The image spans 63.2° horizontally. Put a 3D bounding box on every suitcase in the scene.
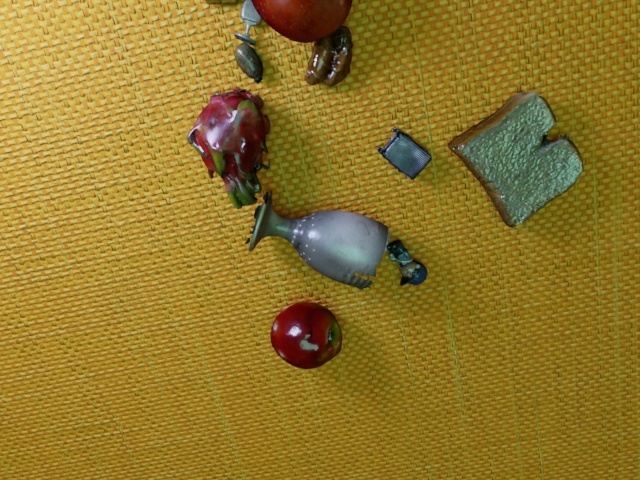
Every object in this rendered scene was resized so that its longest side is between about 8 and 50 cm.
[{"bbox_3d":[0.213,-0.217,1.313,0.126,0.059,0.086,36,107,-12],"label":"suitcase"}]

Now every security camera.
[{"bbox_3d":[-0.164,-0.513,1.219,0.058,0.058,0.092,21,96,-7],"label":"security camera"}]

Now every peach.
[{"bbox_3d":[-0.048,0.262,1.428,0.198,0.197,0.197,0,110,0],"label":"peach"}]

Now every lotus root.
[{"bbox_3d":[-0.167,-0.424,1.242,0.049,0.054,0.099,-22,108,30],"label":"lotus root"}]

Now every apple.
[{"bbox_3d":[-0.040,-0.544,1.113,0.218,0.201,0.218,-4,83,32],"label":"apple"}]

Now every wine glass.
[{"bbox_3d":[-0.001,-0.003,1.323,0.357,0.190,0.190,18,109,-8],"label":"wine glass"}]

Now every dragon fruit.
[{"bbox_3d":[-0.195,-0.228,1.260,0.200,0.198,0.269,-44,117,-31],"label":"dragon fruit"}]

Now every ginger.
[{"bbox_3d":[0.029,-0.439,1.226,0.103,0.073,0.162,14,108,-6],"label":"ginger"}]

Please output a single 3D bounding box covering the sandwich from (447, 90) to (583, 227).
[{"bbox_3d":[0.499,-0.206,1.300,0.249,0.095,0.273,-38,104,9],"label":"sandwich"}]

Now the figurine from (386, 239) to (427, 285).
[{"bbox_3d":[0.236,0.060,1.416,0.080,0.077,0.136,-25,94,-27],"label":"figurine"}]

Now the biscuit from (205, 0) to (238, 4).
[{"bbox_3d":[-0.273,-0.626,1.178,0.174,0.039,0.183,-8,109,2],"label":"biscuit"}]
